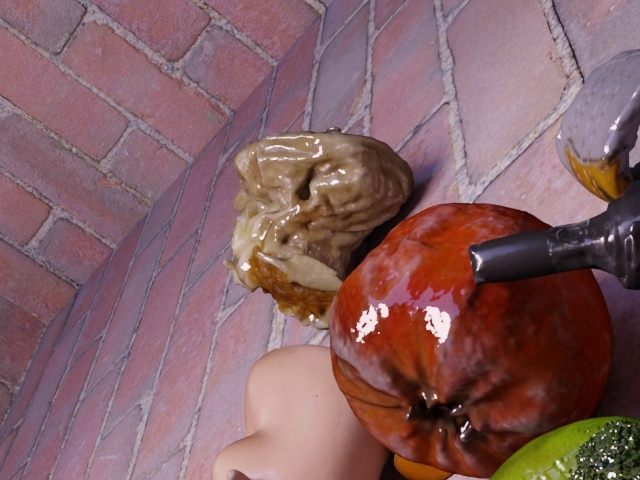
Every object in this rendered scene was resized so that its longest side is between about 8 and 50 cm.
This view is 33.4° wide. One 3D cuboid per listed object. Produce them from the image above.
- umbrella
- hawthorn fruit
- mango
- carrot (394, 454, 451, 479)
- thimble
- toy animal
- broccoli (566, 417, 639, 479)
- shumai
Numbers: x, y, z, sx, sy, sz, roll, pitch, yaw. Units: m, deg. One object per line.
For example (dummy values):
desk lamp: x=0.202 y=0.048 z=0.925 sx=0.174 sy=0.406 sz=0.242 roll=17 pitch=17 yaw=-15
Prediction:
umbrella: x=0.268 y=-0.014 z=0.730 sx=0.340 sy=0.118 sz=0.118 roll=-11 pitch=37 yaw=23
hawthorn fruit: x=0.139 y=0.060 z=0.933 sx=0.242 sy=0.242 sz=0.272 roll=-34 pitch=20 yaw=46
mango: x=0.183 y=0.200 z=0.771 sx=0.178 sy=0.100 sz=0.119 roll=-43 pitch=35 yaw=11
carrot: x=0.111 y=0.159 z=1.102 sx=0.061 sy=0.061 sz=0.210 roll=-44 pitch=16 yaw=26
thimble: x=0.302 y=-0.100 z=0.975 sx=0.151 sy=0.127 sz=0.118 roll=-51 pitch=16 yaw=6
toy animal: x=-0.022 y=0.226 z=1.091 sx=0.213 sy=0.195 sz=0.256 roll=-43 pitch=22 yaw=53
broccoli: x=0.218 y=0.191 z=0.646 sx=0.162 sy=0.137 sz=0.146 roll=38 pitch=133 yaw=39
shumai: x=0.000 y=0.000 z=1.539 sx=0.314 sy=0.266 sz=0.263 roll=59 pitch=-147 yaw=-80
